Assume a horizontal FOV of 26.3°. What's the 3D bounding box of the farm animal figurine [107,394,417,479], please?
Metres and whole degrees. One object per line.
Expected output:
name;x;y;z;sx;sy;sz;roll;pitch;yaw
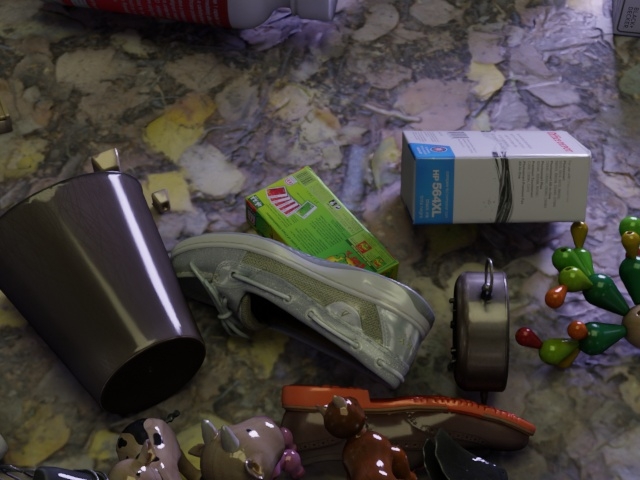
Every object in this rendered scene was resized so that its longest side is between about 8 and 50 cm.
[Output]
farm animal figurine;-0.095;0.248;1.229;0.330;0.172;0.326;-11;38;35

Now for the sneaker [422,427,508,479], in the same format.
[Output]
sneaker;0.176;0.263;1.375;0.170;0.051;0.089;26;51;-12

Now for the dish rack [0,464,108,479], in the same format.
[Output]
dish rack;-0.323;0.305;1.264;0.271;0.074;0.208;-8;62;41

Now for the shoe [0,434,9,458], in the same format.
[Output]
shoe;-0.411;0.196;1.425;0.178;0.063;0.081;29;57;26

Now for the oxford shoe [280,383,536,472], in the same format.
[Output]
oxford shoe;0.090;0.209;1.436;0.271;0.097;0.098;5;82;-4

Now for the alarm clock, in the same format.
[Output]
alarm clock;0.170;0.085;1.455;0.064;0.192;0.129;3;51;1

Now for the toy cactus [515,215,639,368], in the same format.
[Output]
toy cactus;0.327;0.078;1.544;0.180;0.112;0.219;38;55;2

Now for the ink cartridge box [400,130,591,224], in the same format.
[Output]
ink cartridge box;0.202;-0.076;1.613;0.203;0.086;0.148;0;16;-2

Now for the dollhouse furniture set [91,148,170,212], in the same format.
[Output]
dollhouse furniture set;-0.237;-0.085;1.623;0.091;0.114;0.081;-21;51;-16

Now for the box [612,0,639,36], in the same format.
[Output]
box;0.551;-0.350;1.837;0.290;0.169;0.087;6;49;4

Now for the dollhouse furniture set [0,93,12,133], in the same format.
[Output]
dollhouse furniture set;-0.500;-0.204;1.710;0.182;0.101;0.161;-16;54;-15

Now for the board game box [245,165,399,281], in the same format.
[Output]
board game box;0.000;0.000;1.609;0.092;0.043;0.181;-29;58;-22

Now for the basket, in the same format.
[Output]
basket;-0.232;0.062;1.487;0.204;0.154;0.227;-24;60;-23

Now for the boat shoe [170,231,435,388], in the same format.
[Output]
boat shoe;-0.037;0.073;1.483;0.320;0.118;0.103;15;66;24

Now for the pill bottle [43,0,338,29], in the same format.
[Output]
pill bottle;-0.175;-0.403;1.803;0.408;0.229;0.229;9;52;4
